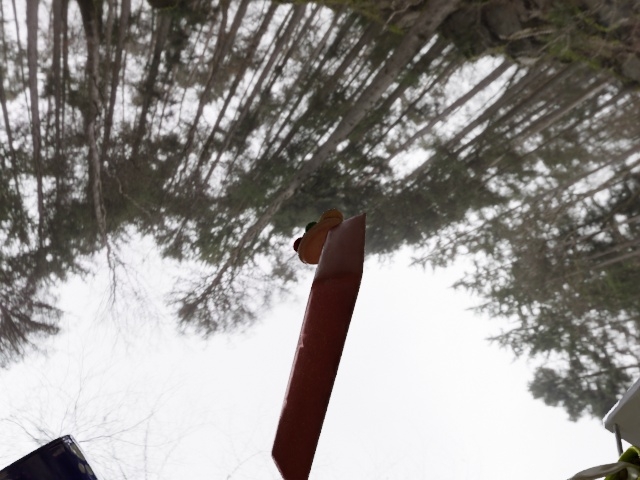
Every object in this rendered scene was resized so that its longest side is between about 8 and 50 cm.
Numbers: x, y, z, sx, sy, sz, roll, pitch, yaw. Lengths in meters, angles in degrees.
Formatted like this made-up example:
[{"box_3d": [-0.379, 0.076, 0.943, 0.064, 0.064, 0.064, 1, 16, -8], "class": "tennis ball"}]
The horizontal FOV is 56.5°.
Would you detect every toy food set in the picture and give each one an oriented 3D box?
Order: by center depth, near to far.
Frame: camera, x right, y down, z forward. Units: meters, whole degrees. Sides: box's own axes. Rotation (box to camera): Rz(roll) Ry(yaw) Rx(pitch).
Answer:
[{"box_3d": [0.000, 0.000, 0.816, 0.082, 0.083, 0.020, -32, -127, -17], "class": "toy food set"}]

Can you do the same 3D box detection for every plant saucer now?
[{"box_3d": [-0.001, 0.112, 0.689, 0.047, 0.258, 0.259, 13, -73, 1], "class": "plant saucer"}]

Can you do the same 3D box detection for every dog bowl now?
[{"box_3d": [-0.413, 0.371, 0.764, 0.265, 0.265, 0.104, -32, -98, -29], "class": "dog bowl"}]

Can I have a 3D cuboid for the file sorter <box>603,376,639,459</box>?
[{"box_3d": [0.471, 0.191, 0.623, 0.192, 0.278, 0.173, 31, -155, 11], "class": "file sorter"}]

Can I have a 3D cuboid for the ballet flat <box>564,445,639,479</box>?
[{"box_3d": [0.230, 0.267, 0.543, 0.231, 0.077, 0.077, -28, -95, -16], "class": "ballet flat"}]
